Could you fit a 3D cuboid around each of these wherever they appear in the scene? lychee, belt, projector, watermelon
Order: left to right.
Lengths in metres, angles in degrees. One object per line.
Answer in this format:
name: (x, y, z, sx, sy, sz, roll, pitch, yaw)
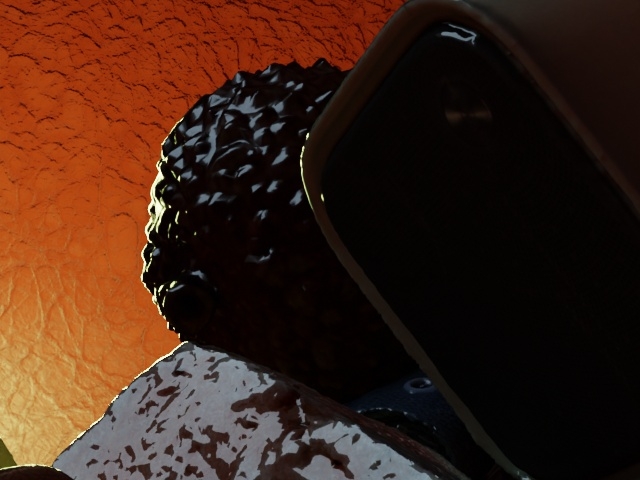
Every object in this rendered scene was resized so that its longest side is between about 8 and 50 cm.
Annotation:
watermelon: (-0.032, 0.147, 0.759, 0.213, 0.201, 0.261, -45, -1, -8)
lychee: (0.000, 0.000, 1.196, 0.330, 0.306, 0.306, -23, -13, -34)
belt: (0.054, 0.170, 1.080, 0.128, 0.122, 0.218, -26, -13, -48)
projector: (0.174, -0.042, 0.753, 0.249, 0.248, 0.248, -34, -7, -26)

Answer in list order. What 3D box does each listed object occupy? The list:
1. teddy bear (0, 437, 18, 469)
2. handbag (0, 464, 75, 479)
teddy bear: (-0.343, 0.359, 1.099, 0.362, 0.375, 0.327, -23, 24, 18)
handbag: (-0.112, 0.189, 0.575, 0.072, 0.193, 0.151, -45, -18, 32)
